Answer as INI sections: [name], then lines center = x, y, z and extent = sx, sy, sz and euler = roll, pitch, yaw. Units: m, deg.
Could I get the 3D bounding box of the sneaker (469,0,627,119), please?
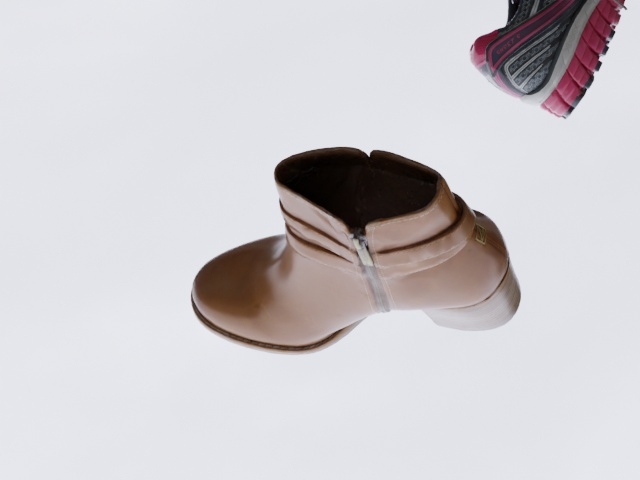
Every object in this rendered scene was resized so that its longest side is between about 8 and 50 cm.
[sneaker]
center = 0.236, -0.264, 1.763
extent = 0.112, 0.121, 0.299
euler = 24, -97, 2

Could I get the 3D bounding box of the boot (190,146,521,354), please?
[boot]
center = 0.000, 0.000, 1.033
extent = 0.197, 0.152, 0.073
euler = -5, -114, 19
